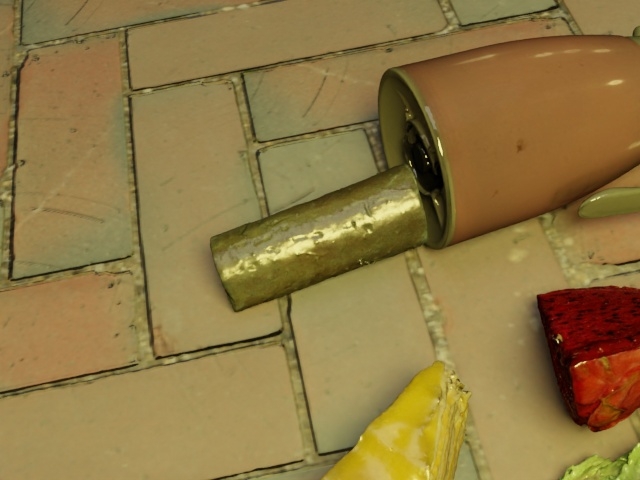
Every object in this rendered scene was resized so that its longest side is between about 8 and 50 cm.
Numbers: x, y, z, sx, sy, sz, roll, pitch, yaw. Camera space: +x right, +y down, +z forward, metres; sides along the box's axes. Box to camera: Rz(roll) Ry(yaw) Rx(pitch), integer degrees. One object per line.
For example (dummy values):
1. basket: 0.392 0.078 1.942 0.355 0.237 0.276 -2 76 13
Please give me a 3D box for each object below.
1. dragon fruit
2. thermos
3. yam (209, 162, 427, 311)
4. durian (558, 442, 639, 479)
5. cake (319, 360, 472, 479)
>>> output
1. dragon fruit: 0.206 0.079 0.669 0.106 0.083 0.162 -13 6 6
2. thermos: 0.197 -0.087 0.802 0.265 0.146 0.176 -15 56 -9
3. yam: 0.000 0.000 0.798 0.169 0.068 0.068 -21 48 -2
4. durian: 0.207 0.150 0.630 0.215 0.086 0.100 -26 36 -14
5. cake: 0.060 0.167 0.631 0.185 0.079 0.116 -33 49 -26
